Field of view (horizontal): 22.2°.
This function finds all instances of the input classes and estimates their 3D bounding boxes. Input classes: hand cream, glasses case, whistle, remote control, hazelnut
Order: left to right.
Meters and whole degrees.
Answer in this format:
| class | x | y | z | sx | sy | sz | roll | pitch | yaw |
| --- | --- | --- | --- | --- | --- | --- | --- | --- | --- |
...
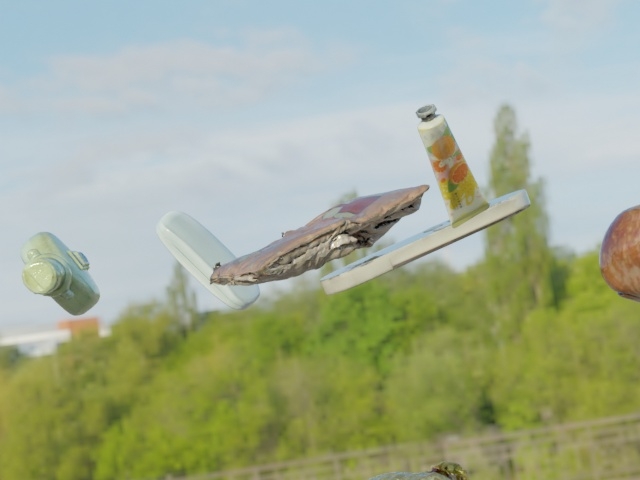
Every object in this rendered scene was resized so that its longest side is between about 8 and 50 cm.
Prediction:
| class | x | y | z | sx | sy | sz | roll | pitch | yaw |
| --- | --- | --- | --- | --- | --- | --- | --- | --- | --- |
| whistle | -0.346 | 0.042 | 2.141 | 0.067 | 0.126 | 0.258 | -41 | 0 | 0 |
| glasses case | -0.159 | 0.028 | 2.311 | 0.045 | 0.178 | 0.067 | -49 | -6 | 31 |
| remote control | 0.112 | 0.001 | 1.725 | 0.245 | 0.022 | 0.077 | -24 | 2 | -14 |
| hand cream | 0.099 | -0.058 | 1.245 | 0.035 | 0.102 | 0.022 | -30 | 26 | -10 |
| hazelnut | 0.453 | 0.019 | 2.194 | 0.154 | 0.143 | 0.143 | 9 | -3 | 13 |

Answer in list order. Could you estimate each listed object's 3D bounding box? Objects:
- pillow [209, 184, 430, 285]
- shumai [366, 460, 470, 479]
| class | x | y | z | sx | sy | sz | roll | pitch | yaw |
| --- | --- | --- | --- | --- | --- | --- | --- | --- | --- |
| pillow | 0.000 | 0.000 | 1.773 | 0.248 | 0.049 | 0.135 | -24 | 10 | -35 |
| shumai | 0.135 | 0.443 | 2.316 | 0.189 | 0.218 | 0.256 | -14 | -20 | -14 |
